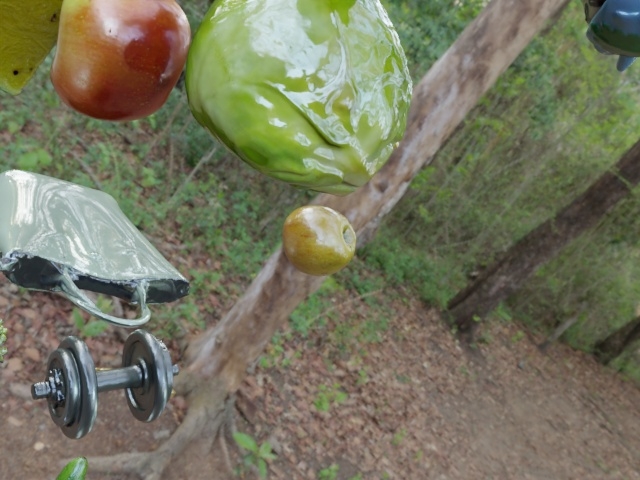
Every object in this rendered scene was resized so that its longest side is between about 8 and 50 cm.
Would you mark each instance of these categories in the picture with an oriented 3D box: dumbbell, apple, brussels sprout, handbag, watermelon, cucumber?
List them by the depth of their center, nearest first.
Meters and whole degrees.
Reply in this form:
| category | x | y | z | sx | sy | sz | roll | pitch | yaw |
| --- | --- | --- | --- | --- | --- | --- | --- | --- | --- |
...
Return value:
| category | x | y | z | sx | sy | sz | roll | pitch | yaw |
| --- | --- | --- | --- | --- | --- | --- | --- | --- | --- |
| brussels sprout | -0.019 | -0.147 | 0.613 | 0.223 | 0.161 | 0.223 | 8 | 66 | -19 |
| apple | -0.218 | -0.208 | 0.722 | 0.139 | 0.163 | 0.163 | 9 | 27 | -25 |
| watermelon | -0.351 | -0.251 | 0.744 | 0.092 | 0.181 | 0.075 | 46 | 26 | -11 |
| handbag | -0.301 | 0.011 | 0.841 | 0.241 | 0.109 | 0.315 | 13 | 11 | -41 |
| cucumber | -0.468 | 0.498 | 1.145 | 0.056 | 0.250 | 0.056 | 18 | -9 | 3 |
| dumbbell | -0.412 | 0.275 | 1.278 | 0.289 | 0.192 | 0.192 | -1 | 38 | -39 |
| apple | 0.000 | 0.000 | 1.555 | 0.155 | 0.183 | 0.182 | -1 | 1 | 22 |

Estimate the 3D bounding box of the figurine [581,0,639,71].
| category | x | y | z | sx | sy | sz | roll | pitch | yaw |
| --- | --- | --- | --- | --- | --- | --- | --- | --- | --- |
| figurine | 0.280 | -0.250 | 0.567 | 0.144 | 0.178 | 0.114 | 37 | -3 | -2 |

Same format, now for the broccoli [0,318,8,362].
| category | x | y | z | sx | sy | sz | roll | pitch | yaw |
| --- | --- | --- | --- | --- | --- | --- | --- | --- | --- |
| broccoli | -0.647 | 0.128 | 1.054 | 0.273 | 0.242 | 0.180 | 77 | -1 | -56 |

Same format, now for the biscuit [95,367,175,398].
| category | x | y | z | sx | sy | sz | roll | pitch | yaw |
| --- | --- | --- | --- | --- | --- | --- | --- | --- | --- |
| biscuit | -0.472 | 0.338 | 1.588 | 0.238 | 0.041 | 0.212 | 5 | -18 | 28 |

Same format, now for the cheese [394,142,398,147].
| category | x | y | z | sx | sy | sz | roll | pitch | yaw |
| --- | --- | --- | --- | --- | --- | --- | --- | --- | --- |
| cheese | 0.104 | -0.239 | 1.346 | 0.126 | 0.093 | 0.171 | 50 | 31 | -8 |
